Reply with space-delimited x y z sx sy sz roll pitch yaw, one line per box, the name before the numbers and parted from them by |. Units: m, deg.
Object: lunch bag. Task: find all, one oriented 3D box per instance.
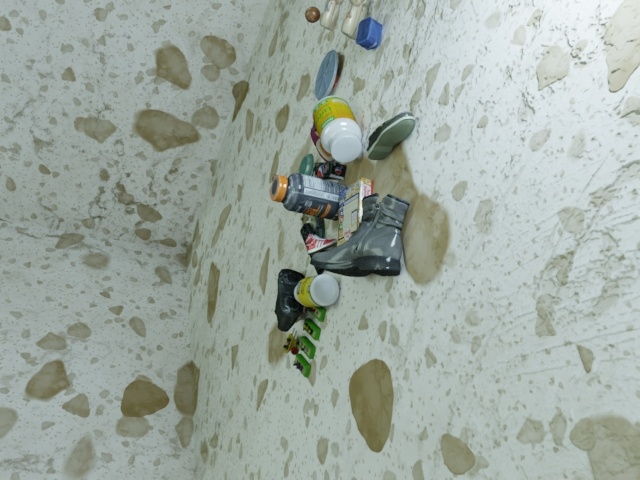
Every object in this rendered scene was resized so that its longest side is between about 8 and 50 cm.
lunch bag | 0.166 -0.683 1.902 0.067 0.065 0.098 4 82 52

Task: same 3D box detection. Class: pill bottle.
pill bottle | 0.059 -0.370 1.911 0.246 0.136 0.136 -106 35 -47
pill bottle | -0.041 -0.150 1.903 0.130 0.245 0.130 -169 90 -68
pill bottle | -0.020 0.169 1.893 0.184 0.103 0.103 161 118 -64

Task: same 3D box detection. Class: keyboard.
keyboard | -0.032 0.023 2.001 0.100 0.038 0.192 -54 53 47

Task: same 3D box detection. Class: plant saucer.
plant saucer | -0.061 -0.295 2.306 0.119 0.021 0.119 -169 90 -67

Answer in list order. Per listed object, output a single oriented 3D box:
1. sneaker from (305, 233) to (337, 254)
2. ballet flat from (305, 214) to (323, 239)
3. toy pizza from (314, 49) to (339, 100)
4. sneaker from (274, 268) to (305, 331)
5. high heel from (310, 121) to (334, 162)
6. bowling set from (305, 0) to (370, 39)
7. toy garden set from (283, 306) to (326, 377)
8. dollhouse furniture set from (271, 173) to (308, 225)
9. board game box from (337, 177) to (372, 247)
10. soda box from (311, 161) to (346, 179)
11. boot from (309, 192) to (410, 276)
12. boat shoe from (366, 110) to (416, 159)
sneaker | 0.000 0.000 1.932 0.118 0.042 0.067 -21 75 23
ballet flat | -0.027 -0.076 2.072 0.070 0.070 0.188 132 142 -51
toy pizza | 0.030 -0.644 2.239 0.201 0.032 0.201 -169 90 -68
sneaker | -0.124 0.210 2.068 0.286 0.109 0.130 -84 16 -57
high heel | 0.010 -0.347 2.122 0.117 0.082 0.244 92 161 -51
bowling set | 0.056 -0.792 1.934 0.287 0.200 0.154 -68 -1 -73
toy garden set | -0.068 0.323 2.003 0.204 0.049 0.244 -148 71 -66
dollhouse furniture set | -0.120 -0.158 2.215 0.144 0.151 0.123 -112 39 -56
board game box | 0.106 -0.081 1.788 0.147 0.045 0.193 152 126 -61
soda box | 0.028 -0.246 2.025 0.169 0.060 0.053 -166 87 -67
boot | 0.116 -0.013 1.632 0.338 0.118 0.223 -2 74 45
boat shoe | 0.196 -0.312 1.638 0.228 0.081 0.069 138 134 -58
